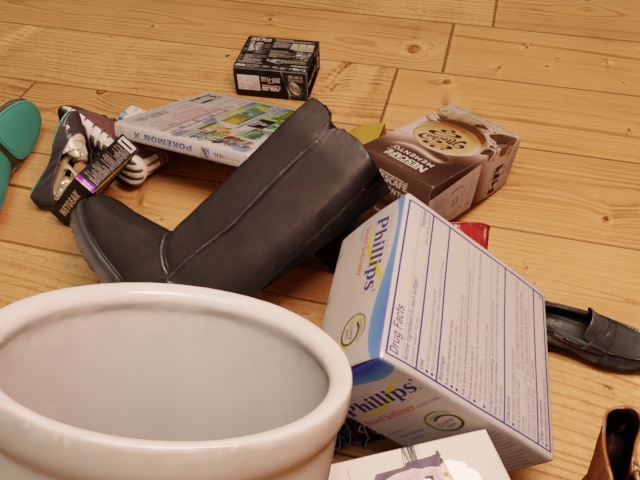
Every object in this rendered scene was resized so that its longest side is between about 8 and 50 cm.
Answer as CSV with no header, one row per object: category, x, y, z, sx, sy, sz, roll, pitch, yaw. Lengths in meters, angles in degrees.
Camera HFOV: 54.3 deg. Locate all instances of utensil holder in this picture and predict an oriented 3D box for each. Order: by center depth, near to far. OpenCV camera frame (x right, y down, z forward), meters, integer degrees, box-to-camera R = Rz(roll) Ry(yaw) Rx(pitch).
utensil holder,-0.158,0.273,0.591,0.327,0.386,0.327,8,13,-2

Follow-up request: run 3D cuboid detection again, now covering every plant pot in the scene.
plant pot,0.089,-0.189,1.284,0.083,0.082,0.081,5,47,21

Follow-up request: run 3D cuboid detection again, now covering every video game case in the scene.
video game case,-0.195,-0.236,1.282,0.299,0.036,0.329,15,28,19

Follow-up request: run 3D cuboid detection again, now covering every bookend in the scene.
bookend,0.000,0.000,1.102,0.157,0.156,0.072,41,47,-21

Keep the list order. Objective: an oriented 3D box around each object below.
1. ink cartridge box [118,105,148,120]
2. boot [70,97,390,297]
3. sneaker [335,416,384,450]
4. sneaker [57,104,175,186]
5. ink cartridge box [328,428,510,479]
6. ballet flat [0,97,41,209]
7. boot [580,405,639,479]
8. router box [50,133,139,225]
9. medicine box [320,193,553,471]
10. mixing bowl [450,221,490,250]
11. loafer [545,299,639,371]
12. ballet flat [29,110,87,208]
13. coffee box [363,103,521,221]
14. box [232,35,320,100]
ink cartridge box,-0.407,-0.271,1.409,0.083,0.028,0.048,23,52,22
boot,-0.160,-0.068,0.995,0.445,0.146,0.367,-44,64,9
sneaker,0.024,0.234,0.861,0.147,0.130,0.330,26,53,27
sneaker,-0.419,-0.219,1.330,0.281,0.107,0.162,36,47,23
ink cartridge box,0.095,0.328,0.739,0.237,0.172,0.100,-10,48,-7
ballet flat,-0.679,-0.171,1.278,0.123,0.123,0.349,-3,47,0
boot,0.293,0.351,0.637,0.096,0.281,0.264,13,49,14
router box,-0.426,-0.111,1.173,0.046,0.179,0.133,44,52,-14
medicine box,0.159,0.132,0.842,0.289,0.149,0.264,33,46,-19
mixing bowl,0.196,0.039,1.026,0.181,0.181,0.098,-7,77,-4
loafer,0.416,0.144,0.962,0.223,0.078,0.076,13,50,14
ballet flat,-0.500,-0.153,1.231,0.074,0.074,0.203,24,90,22
coffee box,0.217,-0.137,1.166,0.168,0.119,0.297,34,45,29
box,-0.103,-0.415,1.497,0.180,0.078,0.147,7,48,8
